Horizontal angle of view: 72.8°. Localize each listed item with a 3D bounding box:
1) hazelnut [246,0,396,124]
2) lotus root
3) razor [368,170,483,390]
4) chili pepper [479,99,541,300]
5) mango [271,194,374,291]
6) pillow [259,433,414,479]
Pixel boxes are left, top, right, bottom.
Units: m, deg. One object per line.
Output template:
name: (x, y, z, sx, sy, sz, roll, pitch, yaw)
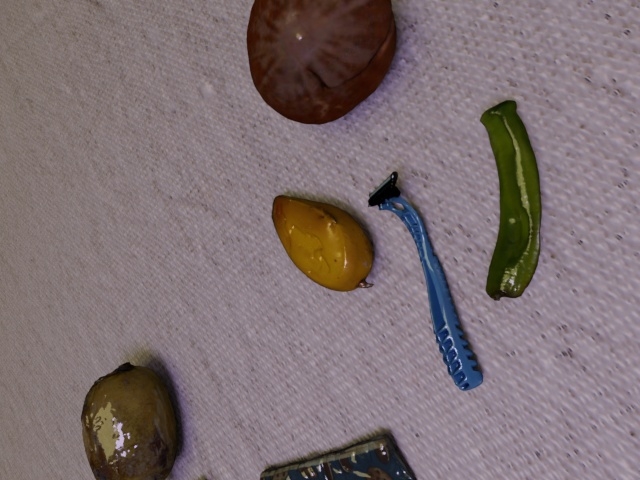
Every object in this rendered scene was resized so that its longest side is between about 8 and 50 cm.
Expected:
hazelnut: (-0.006, -0.229, 0.492, 0.182, 0.182, 0.182, 2, 93, 32)
lotus root: (-0.315, 0.347, 0.736, 0.154, 0.154, 0.278, -16, 83, 32)
razor: (0.124, 0.046, 0.499, 0.082, 0.042, 0.253, 131, 120, -71)
chili pepper: (0.197, -0.041, 0.444, 0.052, 0.050, 0.202, -5, 87, 49)
mango: (0.000, 0.000, 0.564, 0.187, 0.066, 0.101, 36, 118, 32)
pillow: (0.033, 0.378, 0.581, 0.255, 0.034, 0.189, -32, 77, 28)
